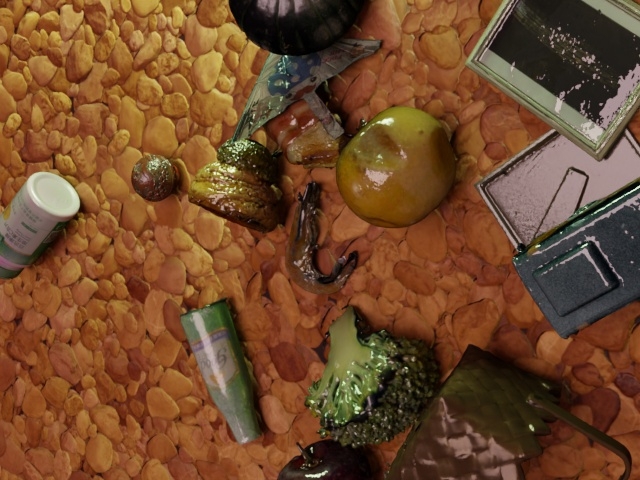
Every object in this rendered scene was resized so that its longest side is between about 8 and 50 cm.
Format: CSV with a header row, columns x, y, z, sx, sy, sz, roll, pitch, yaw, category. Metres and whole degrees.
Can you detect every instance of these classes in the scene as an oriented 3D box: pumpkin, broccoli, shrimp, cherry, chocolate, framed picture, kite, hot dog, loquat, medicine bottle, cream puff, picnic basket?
x,y,z,sx,sy,sz,roll,pitch,yaw,category
-0.045,-0.449,1.676,0.250,0.216,0.250,-1,80,4,pumpkin
0.105,0.259,1.730,0.180,0.273,0.242,37,113,-26,broccoli
0.000,0.000,1.799,0.152,0.046,0.219,15,109,32,shrimp
0.013,0.471,1.776,0.195,0.195,0.195,5,99,33,cherry
-0.194,0.269,1.939,0.110,0.110,0.291,-23,85,34,chocolate
0.390,-0.299,1.500,0.293,0.018,0.231,42,115,26,framed picture
-0.031,-0.276,1.730,0.335,0.011,0.314,-35,50,9,kite
-0.030,-0.206,1.760,0.123,0.093,0.261,-41,54,12,hot dog
0.123,-0.124,1.604,0.213,0.213,0.213,5,99,33,loquat
-0.679,-0.027,2.203,0.274,0.133,0.133,-44,72,31,medicine bottle
0.399,-0.085,1.537,0.265,0.018,0.192,-37,76,31,framed picture
-0.144,-0.118,1.831,0.183,0.183,0.169,19,84,31,cream puff
0.294,0.347,1.503,0.321,0.291,0.254,31,113,11,picnic basket

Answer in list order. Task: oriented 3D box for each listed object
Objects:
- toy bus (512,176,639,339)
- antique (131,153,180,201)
x,y,z,sx,sy,sz,roll,pitch,yaw,category
0.455,-0.001,1.392,0.323,0.194,0.162,-35,86,31,toy bus
-0.348,-0.130,1.985,0.104,0.104,0.104,5,99,33,antique
